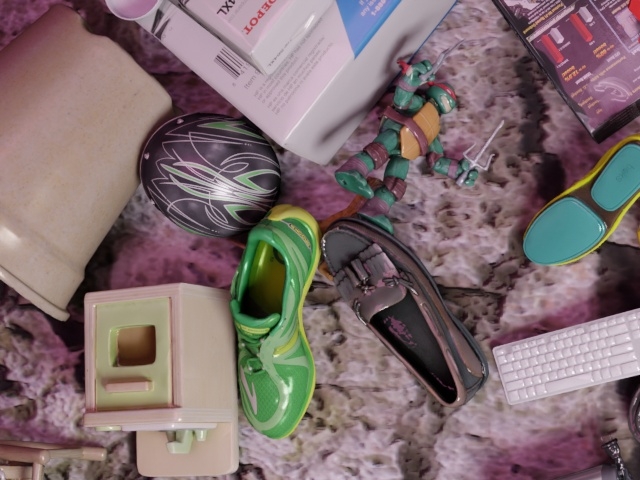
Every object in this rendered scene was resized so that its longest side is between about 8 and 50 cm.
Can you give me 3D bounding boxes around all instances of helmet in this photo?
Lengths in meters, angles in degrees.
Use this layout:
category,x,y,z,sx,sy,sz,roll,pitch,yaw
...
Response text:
category,x,y,z,sx,sy,sz,roll,pitch,yaw
helmet,-0.134,-0.081,1.676,0.169,0.161,0.170,1,96,9

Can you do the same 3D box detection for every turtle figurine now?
category,x,y,z,sx,sy,sz,roll,pitch,yaw
turtle figurine,0.120,-0.126,1.635,0.234,0.175,0.118,-50,27,-18

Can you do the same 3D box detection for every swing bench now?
category,x,y,z,sx,sy,sz,roll,pitch,yaw
swing bench,-0.431,0.383,1.724,0.254,0.165,0.253,1,83,20

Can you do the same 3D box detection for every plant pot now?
category,x,y,z,sx,sy,sz,roll,pitch,yaw
plant pot,-0.351,-0.119,1.714,0.334,0.334,0.305,39,84,20

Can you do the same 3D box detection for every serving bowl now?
category,x,y,z,sx,sy,sz,roll,pitch,yaw
serving bowl,-0.223,-0.309,1.651,0.083,0.027,0.083,-3,83,22

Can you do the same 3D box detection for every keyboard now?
category,x,y,z,sx,sy,sz,roll,pitch,yaw
keyboard,0.320,0.128,1.545,0.256,0.014,0.072,-19,80,31

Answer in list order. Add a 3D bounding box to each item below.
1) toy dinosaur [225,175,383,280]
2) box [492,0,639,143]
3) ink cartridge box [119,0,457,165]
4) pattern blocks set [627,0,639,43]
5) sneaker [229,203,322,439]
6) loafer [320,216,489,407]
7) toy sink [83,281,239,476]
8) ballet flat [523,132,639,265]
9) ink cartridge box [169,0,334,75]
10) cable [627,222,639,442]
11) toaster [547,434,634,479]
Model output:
category,x,y,z,sx,sy,sz,roll,pitch,yaw
toy dinosaur,0.000,0.000,1.696,0.211,0.064,0.112,-30,53,5
box,0.382,-0.302,1.589,0.307,0.076,0.242,-36,73,11
ink cartridge box,-0.071,-0.331,1.701,0.395,0.166,0.285,42,97,19
pattern blocks set,0.516,-0.175,1.500,0.285,0.026,0.325,-21,96,12
sneaker,-0.070,0.104,1.640,0.109,0.123,0.296,11,107,28
loafer,0.096,0.084,1.588,0.267,0.084,0.096,48,117,1
toy sink,-0.202,0.178,1.680,0.152,0.131,0.234,-6,80,29
ballet flat,0.327,-0.050,1.561,0.077,0.077,0.231,47,134,6
ink cartridge box,-0.097,-0.313,1.560,0.203,0.086,0.148,39,88,17
cable,0.425,0.094,1.543,0.139,0.072,0.287,5,96,6
toaster,0.289,0.345,1.501,0.146,0.129,0.227,-18,78,18
